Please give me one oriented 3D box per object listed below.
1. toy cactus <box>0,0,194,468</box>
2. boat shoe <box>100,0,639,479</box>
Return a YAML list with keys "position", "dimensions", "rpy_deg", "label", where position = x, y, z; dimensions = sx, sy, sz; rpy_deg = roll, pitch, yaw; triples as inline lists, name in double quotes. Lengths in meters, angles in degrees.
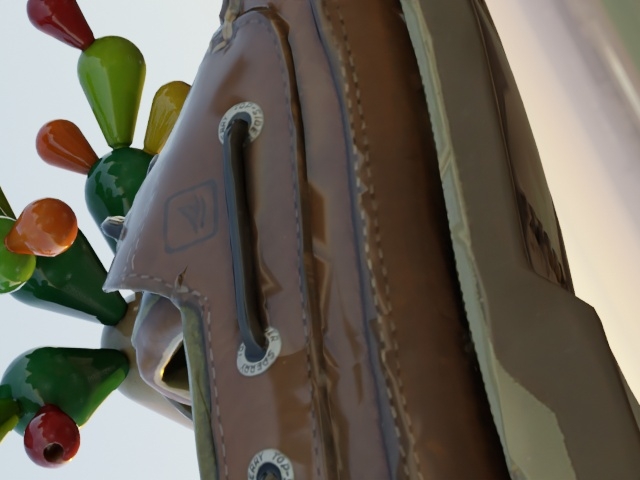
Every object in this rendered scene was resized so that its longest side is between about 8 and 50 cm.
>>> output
- position: [-0.083, 0.014, 0.771]
  dimensions: [0.180, 0.112, 0.219]
  rpy_deg: [41, -143, -30]
  label: "toy cactus"
- position: [0.000, 0.000, 0.426]
  dimensions: [0.110, 0.104, 0.307]
  rpy_deg: [57, -166, -49]
  label: "boat shoe"
